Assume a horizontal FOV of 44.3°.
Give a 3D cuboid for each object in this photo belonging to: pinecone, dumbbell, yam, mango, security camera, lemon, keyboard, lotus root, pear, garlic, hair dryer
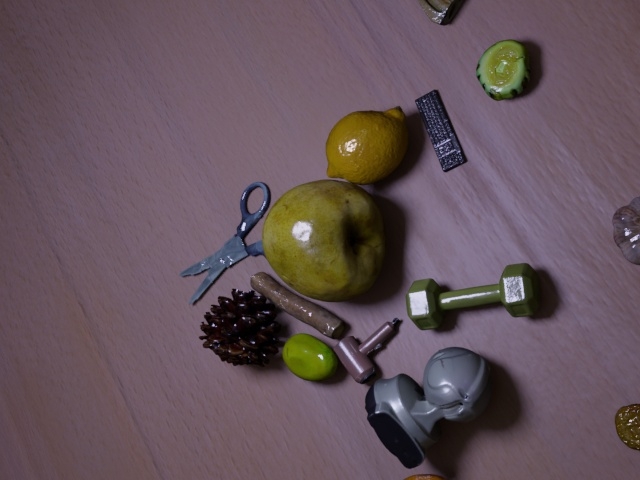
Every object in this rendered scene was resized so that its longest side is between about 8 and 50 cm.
[{"bbox_3d":[-0.204,0.224,2.037,0.222,0.221,0.221,-4,82,29],"label":"pinecone"},{"bbox_3d":[0.345,0.130,1.797,0.302,0.121,0.108,-13,49,28],"label":"dumbbell"},{"bbox_3d":[-0.064,0.167,2.045,0.300,0.066,0.066,29,98,29],"label":"yam"},{"bbox_3d":[-0.028,0.301,1.984,0.163,0.089,0.117,29,121,41],"label":"mango"},{"bbox_3d":[0.258,0.351,1.771,0.277,0.191,0.197,-35,99,20],"label":"security camera"},{"bbox_3d":[0.114,-0.231,1.926,0.244,0.187,0.187,-39,67,7],"label":"lemon"},{"bbox_3d":[0.293,-0.270,1.929,0.061,0.013,0.204,-27,72,25],"label":"keyboard"},{"bbox_3d":[0.297,-0.620,1.939,0.144,0.070,0.143,48,113,21],"label":"lotus root"},{"bbox_3d":[0.000,0.000,1.906,0.304,0.304,0.303,-4,82,29],"label":"pear"},{"bbox_3d":[0.683,-0.015,1.633,0.159,0.102,0.147,39,89,15],"label":"garlic"},{"bbox_3d":[0.129,0.256,1.933,0.182,0.064,0.117,-44,65,12],"label":"hair dryer"}]

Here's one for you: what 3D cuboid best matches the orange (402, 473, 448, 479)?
[{"bbox_3d":[0.234,0.639,1.762,0.224,0.170,0.224,-4,82,31],"label":"orange"}]

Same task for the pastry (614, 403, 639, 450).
[{"bbox_3d":[0.661,0.384,1.619,0.109,0.057,0.097,44,107,27],"label":"pastry"}]

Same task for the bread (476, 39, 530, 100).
[{"bbox_3d":[0.431,-0.395,1.835,0.130,0.071,0.139,-24,71,22],"label":"bread"}]

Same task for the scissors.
[{"bbox_3d":[-0.246,0.038,2.182,0.383,0.029,0.256,-38,68,18],"label":"scissors"}]
